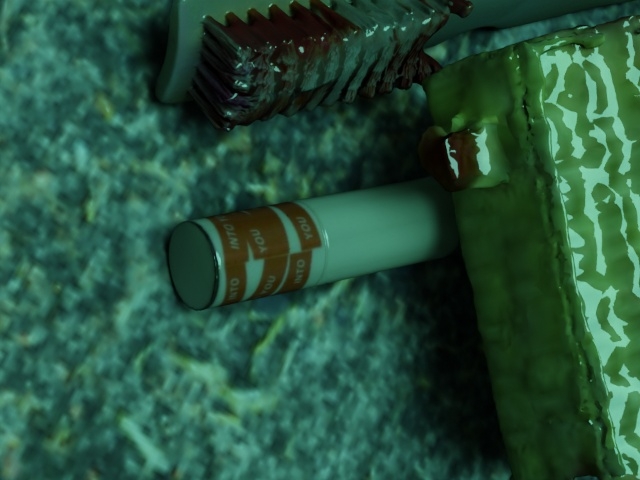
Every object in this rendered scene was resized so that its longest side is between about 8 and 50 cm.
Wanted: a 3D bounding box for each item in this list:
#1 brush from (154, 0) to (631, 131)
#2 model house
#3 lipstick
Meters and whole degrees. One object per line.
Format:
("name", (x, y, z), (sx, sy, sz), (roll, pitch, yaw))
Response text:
("brush", (0.071, -0.108, 0.747), (0.321, 0.060, 0.050), (-18, 50, -35))
("model house", (0.157, 0.002, 0.730), (0.254, 0.160, 0.196), (-9, 87, -34))
("lipstick", (0.000, 0.000, 0.700), (0.131, 0.038, 0.038), (-11, 87, -35))
